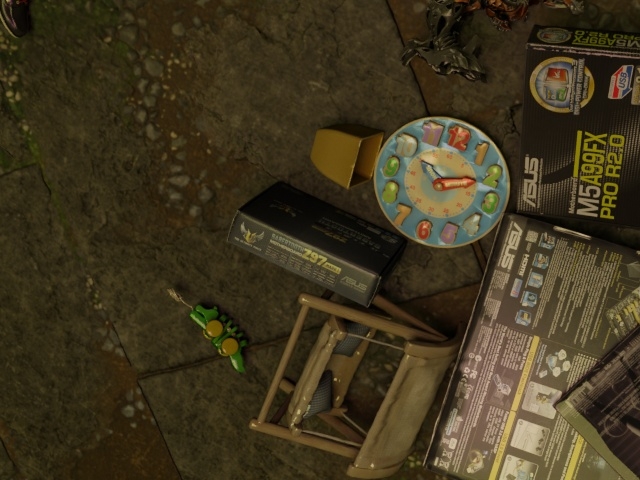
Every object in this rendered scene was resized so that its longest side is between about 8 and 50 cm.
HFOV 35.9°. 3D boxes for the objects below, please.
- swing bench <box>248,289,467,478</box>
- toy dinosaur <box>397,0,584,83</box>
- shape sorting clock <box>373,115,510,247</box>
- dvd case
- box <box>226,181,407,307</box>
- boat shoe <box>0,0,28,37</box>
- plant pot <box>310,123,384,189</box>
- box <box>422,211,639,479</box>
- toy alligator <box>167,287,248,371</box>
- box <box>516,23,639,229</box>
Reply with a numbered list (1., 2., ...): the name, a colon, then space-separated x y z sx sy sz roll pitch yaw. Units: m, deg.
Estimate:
1. swing bench: 0.062 0.214 1.543 0.255 0.165 0.253 25 113 8
2. toy dinosaur: 0.196 -0.337 1.355 0.322 0.164 0.218 15 97 32
3. shape sorting clock: 0.179 -0.085 1.475 0.206 0.040 0.206 5 109 16
4. dvd case: 0.452 0.250 1.337 0.164 0.018 0.221 -44 82 4
5. box: 0.000 0.000 1.482 0.233 0.183 0.059 25 113 10
6. boat shoe: -0.491 -0.393 1.584 0.042 0.049 0.133 -3 102 27
7. plant pot: 0.034 -0.134 1.487 0.083 0.081 0.081 24 113 22
8. box: 0.356 0.188 1.413 0.318 0.097 0.394 17 91 14
9. toy alligator: -0.177 0.138 1.660 0.051 0.056 0.189 -41 91 -17
10. box: 0.375 -0.143 1.304 0.216 0.060 0.270 9 131 17
